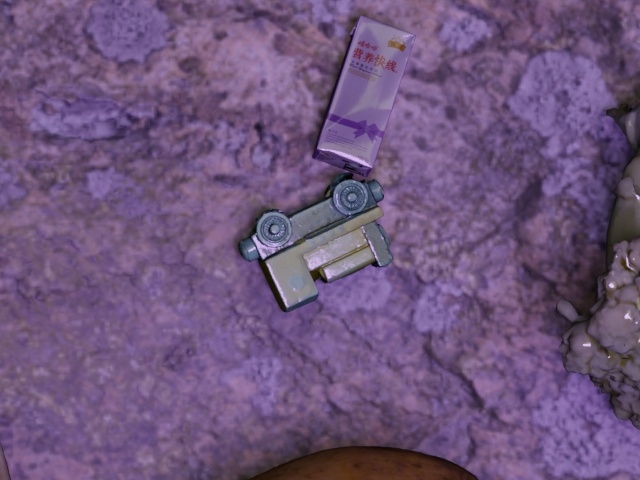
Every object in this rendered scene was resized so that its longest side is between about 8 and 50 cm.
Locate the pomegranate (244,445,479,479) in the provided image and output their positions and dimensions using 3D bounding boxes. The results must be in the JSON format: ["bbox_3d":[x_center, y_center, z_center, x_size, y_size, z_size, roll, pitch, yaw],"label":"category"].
[{"bbox_3d":[0.025,0.272,1.327,0.281,0.281,0.281,1,82,-6],"label":"pomegranate"}]

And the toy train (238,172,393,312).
[{"bbox_3d":[0.000,0.000,1.464,0.122,0.050,0.081,-24,90,-10],"label":"toy train"}]

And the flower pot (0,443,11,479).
[{"bbox_3d":[-0.377,0.160,1.288,0.244,0.307,0.307,-24,86,8],"label":"flower pot"}]

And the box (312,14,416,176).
[{"bbox_3d":[0.034,-0.113,1.487,0.051,0.036,0.117,17,81,-5],"label":"box"}]

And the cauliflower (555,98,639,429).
[{"bbox_3d":[0.311,0.011,1.393,0.327,0.260,0.281,-17,89,-30],"label":"cauliflower"}]
